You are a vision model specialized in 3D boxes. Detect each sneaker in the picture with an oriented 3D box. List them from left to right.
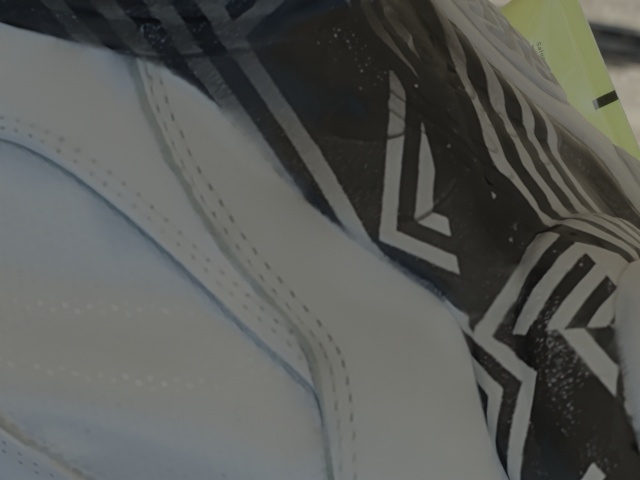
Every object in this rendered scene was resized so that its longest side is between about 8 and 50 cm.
[{"bbox_3d":[-0.019,0.048,0.403,0.366,0.210,0.137,47,-166,3],"label":"sneaker"}]

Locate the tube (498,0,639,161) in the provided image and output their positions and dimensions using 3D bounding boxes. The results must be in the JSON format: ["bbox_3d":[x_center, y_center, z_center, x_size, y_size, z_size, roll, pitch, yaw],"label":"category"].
[{"bbox_3d":[0.000,0.000,0.629,0.240,0.070,0.062,-27,-130,-15],"label":"tube"}]
